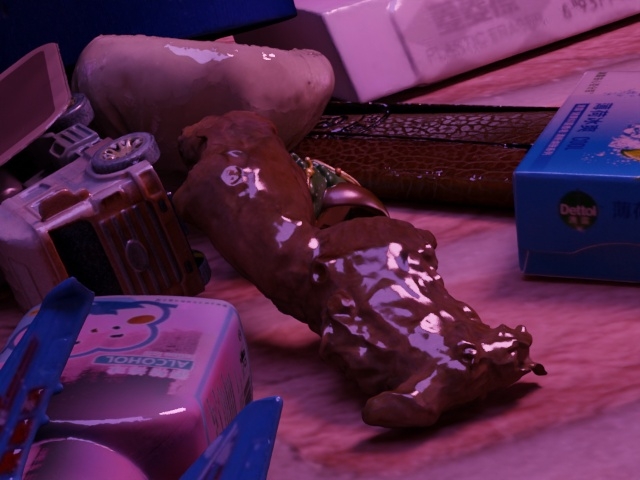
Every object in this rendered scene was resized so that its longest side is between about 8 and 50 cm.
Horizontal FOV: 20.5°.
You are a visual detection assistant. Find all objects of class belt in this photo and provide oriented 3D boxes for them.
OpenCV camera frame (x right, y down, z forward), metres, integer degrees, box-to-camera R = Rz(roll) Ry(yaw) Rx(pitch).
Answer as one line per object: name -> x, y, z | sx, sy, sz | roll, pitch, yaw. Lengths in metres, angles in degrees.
belt -> -0.156, -0.202, 1.412 | 0.212, 0.117, 0.347 | -18, 7, -34

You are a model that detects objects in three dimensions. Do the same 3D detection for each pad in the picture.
pad -> -0.271, -0.032, 1.147 | 0.266, 0.002, 0.176 | -37, 25, 4

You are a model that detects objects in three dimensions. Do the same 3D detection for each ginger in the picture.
ginger -> 0.001, 0.001, 1.006 | 0.122, 0.084, 0.290 | -29, 49, -22

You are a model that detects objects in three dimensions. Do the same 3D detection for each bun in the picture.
bun -> -0.079, -0.086, 1.210 | 0.183, 0.102, 0.183 | 3, 4, 0

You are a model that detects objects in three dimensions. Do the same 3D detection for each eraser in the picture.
eraser -> 0.129, -0.222, 1.538 | 0.397, 0.082, 0.213 | -21, 26, -30

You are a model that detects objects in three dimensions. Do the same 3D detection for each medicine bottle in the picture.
medicine bottle -> -0.103, 0.104, 0.831 | 0.119, 0.094, 0.188 | -1, 24, 8

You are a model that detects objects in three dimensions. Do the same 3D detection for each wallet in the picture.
wallet -> 0.061, -0.067, 1.252 | 0.243, 0.039, 0.133 | 4, 30, 29

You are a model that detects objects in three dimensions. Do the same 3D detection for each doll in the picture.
doll -> -0.011, -0.036, 1.155 | 0.113, 0.077, 0.078 | -22, 19, -33

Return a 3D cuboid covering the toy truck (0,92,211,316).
toy truck -> -0.182, -0.013, 1.124 | 0.140, 0.108, 0.256 | -30, 28, -17

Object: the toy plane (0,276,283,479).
toy plane -> -0.128, 0.149, 0.675 | 0.271, 0.254, 0.105 | -20, -29, 27

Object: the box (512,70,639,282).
box -> 0.214, -0.044, 1.114 | 0.139, 0.073, 0.194 | 2, 25, 22
